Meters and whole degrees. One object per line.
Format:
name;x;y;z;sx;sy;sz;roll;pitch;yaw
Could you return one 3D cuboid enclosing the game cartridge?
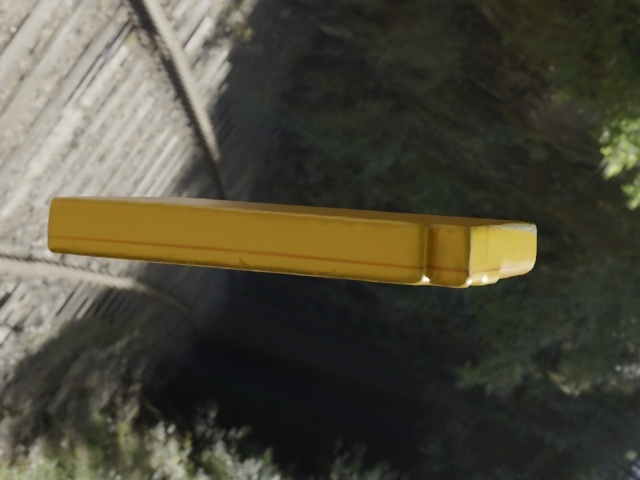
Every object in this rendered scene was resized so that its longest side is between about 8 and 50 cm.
game cartridge;0.000;0.000;0.887;0.324;0.285;0.052;-7;101;-72
